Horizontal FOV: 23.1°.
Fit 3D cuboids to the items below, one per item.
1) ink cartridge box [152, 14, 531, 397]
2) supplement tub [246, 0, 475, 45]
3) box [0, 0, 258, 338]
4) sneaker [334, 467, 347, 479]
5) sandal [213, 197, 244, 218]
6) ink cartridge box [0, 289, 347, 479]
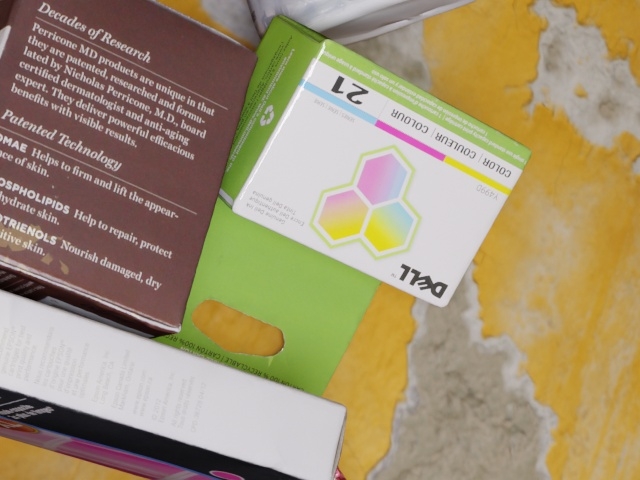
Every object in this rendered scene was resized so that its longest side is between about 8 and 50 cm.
[{"bbox_3d":[0.000,0.000,1.101,0.189,0.097,0.255,25,97,-28],"label":"ink cartridge box"},{"bbox_3d":[0.006,-0.326,1.167,0.207,0.207,0.337,-17,89,-34],"label":"supplement tub"},{"bbox_3d":[-0.171,-0.048,1.020,0.167,0.168,0.203,24,68,-26],"label":"box"},{"bbox_3d":[-0.007,0.267,1.102,0.112,0.121,0.299,-14,79,-4],"label":"sneaker"},{"bbox_3d":[0.011,-0.018,1.204,0.240,0.088,0.079,-5,114,-26],"label":"sandal"},{"bbox_3d":[-0.183,0.084,0.983,0.371,0.176,0.069,24,69,-27],"label":"ink cartridge box"}]
